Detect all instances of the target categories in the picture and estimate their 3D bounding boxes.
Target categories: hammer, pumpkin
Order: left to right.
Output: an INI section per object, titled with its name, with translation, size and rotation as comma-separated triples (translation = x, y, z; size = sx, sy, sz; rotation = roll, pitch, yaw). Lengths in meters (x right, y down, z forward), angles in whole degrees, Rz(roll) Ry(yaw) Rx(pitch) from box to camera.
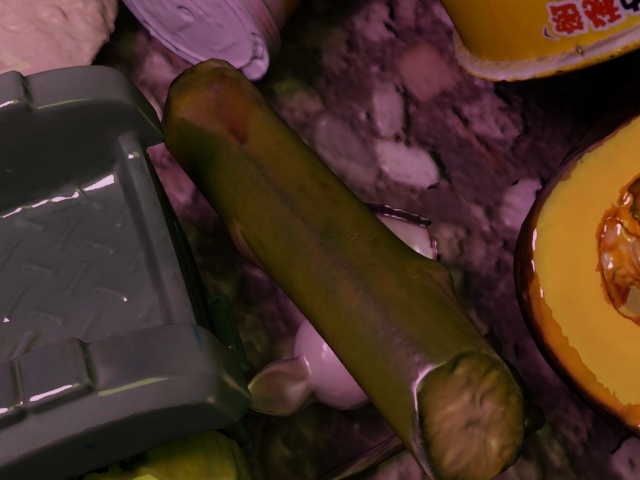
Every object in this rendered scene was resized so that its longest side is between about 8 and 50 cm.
[hammer]
translation = -0.017, 0.140, 0.489
size = 0.292, 0.029, 0.058
rotation = -27, 76, -11
[pumpkin]
translation = 0.247, -0.030, 0.473
size = 0.221, 0.139, 0.317
rotation = 35, 88, 10

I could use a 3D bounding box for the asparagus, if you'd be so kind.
[asparagus]
translation = -0.001, 0.000, 0.448
size = 0.067, 0.060, 0.278
rotation = -46, 51, 2

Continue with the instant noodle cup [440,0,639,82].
[instant noodle cup]
translation = 0.118, -0.232, 0.436
size = 0.264, 0.264, 0.200
rotation = -50, 116, -17

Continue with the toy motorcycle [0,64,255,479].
[toy motorcycle]
translation = -0.199, 0.061, 0.389
size = 0.326, 0.200, 0.191
rotation = -20, 55, -6

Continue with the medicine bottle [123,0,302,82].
[medicine bottle]
translation = 0.039, -0.290, 0.578
size = 0.108, 0.108, 0.426
rotation = 33, 72, 4

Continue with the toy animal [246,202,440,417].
[toy animal]
translation = 0.016, 0.045, 0.494
size = 0.085, 0.071, 0.124
rotation = 19, 72, -1

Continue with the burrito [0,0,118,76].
[burrito]
translation = -0.181, -0.207, 0.547
size = 0.117, 0.076, 0.392
rotation = -1, 75, -21
